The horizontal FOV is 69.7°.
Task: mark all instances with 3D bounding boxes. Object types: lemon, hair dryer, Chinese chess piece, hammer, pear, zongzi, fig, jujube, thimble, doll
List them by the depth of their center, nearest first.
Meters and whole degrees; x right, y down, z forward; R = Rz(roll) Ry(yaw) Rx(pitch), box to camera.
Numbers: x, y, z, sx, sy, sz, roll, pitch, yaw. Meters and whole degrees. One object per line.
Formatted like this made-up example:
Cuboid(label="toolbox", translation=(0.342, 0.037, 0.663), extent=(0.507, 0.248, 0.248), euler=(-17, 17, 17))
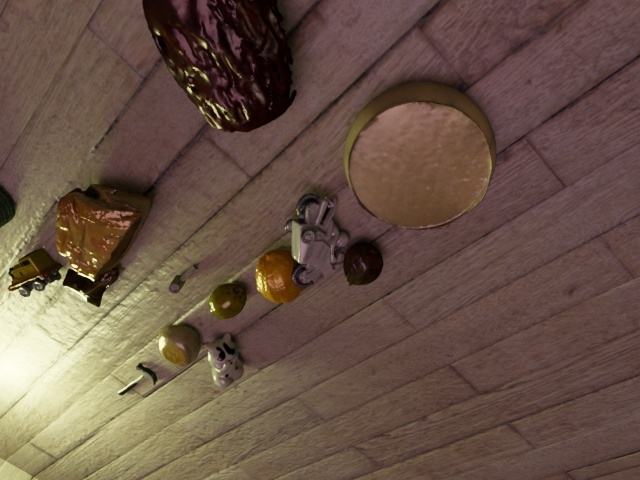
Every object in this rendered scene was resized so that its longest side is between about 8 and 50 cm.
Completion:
Cuboid(label="jujube", translation=(-0.195, -0.404, 0.926), extent=(0.259, 0.258, 0.376), euler=(-11, 116, 18))
Cuboid(label="Chinese chess piece", translation=(0.222, -0.185, 1.046), extent=(0.339, 0.140, 0.337), euler=(6, 124, 10))
Cuboid(label="fig", translation=(0.106, 0.075, 1.270), extent=(0.109, 0.103, 0.154), euler=(56, 136, 17))
Cuboid(label="lemon", translation=(-0.114, 0.108, 1.308), extent=(0.142, 0.142, 0.187), euler=(2, 130, 11))
Cuboid(label="thimble", translation=(-1.003, -0.098, 1.383), extent=(0.119, 0.090, 0.135), euler=(-3, 122, 13))
Cuboid(label="pear", translation=(-0.288, 0.186, 1.421), extent=(0.107, 0.107, 0.131), euler=(35, 114, -12))
Cuboid(label="hair dryer", translation=(-0.417, 0.111, 1.427), extent=(0.124, 0.063, 0.038), euler=(-39, 107, 17))
Cuboid(label="zongzi", translation=(-0.708, 0.155, 1.508), extent=(0.187, 0.084, 0.184), euler=(-11, 135, 13))
Cuboid(label="doll", translation=(-0.329, 0.416, 1.579), extent=(0.107, 0.110, 0.180), euler=(32, 137, 39))
Cuboid(label="hammer", translation=(-0.729, 0.564, 1.809), extent=(0.103, 0.029, 0.246), euler=(41, 123, -15))

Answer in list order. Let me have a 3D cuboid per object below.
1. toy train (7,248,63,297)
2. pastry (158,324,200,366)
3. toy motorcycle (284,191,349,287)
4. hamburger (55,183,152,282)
Cuboid(label="toy train", translation=(-0.950, 0.108, 1.517), extent=(0.220, 0.089, 0.127), euler=(-19, 107, 23))
Cuboid(label="pastry", translation=(-0.491, 0.363, 1.588), extent=(0.157, 0.092, 0.156), euler=(7, 118, 13))
Cuboid(label="toy motorcycle", translation=(0.000, 0.000, 1.229), extent=(0.171, 0.110, 0.260), euler=(-5, 109, -29))
Cuboid(label="hamburger", translation=(-0.627, -0.055, 1.294), extent=(0.209, 0.162, 0.330), euler=(38, 124, -11))
